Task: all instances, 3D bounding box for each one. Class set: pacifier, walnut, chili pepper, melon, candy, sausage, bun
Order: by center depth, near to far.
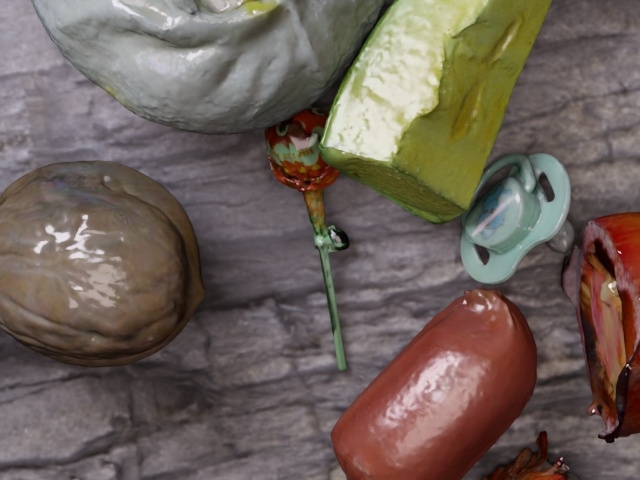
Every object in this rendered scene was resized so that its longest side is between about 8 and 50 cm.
[{"bbox_3d":[-0.095,-0.275,1.501,0.361,0.211,0.362,0,93,-6],"label":"bun"},{"bbox_3d":[0.142,-0.182,1.547,0.196,0.124,0.323,28,92,-45],"label":"melon"},{"bbox_3d":[0.402,0.090,1.550,0.305,0.229,0.251,3,141,-6],"label":"chili pepper"},{"bbox_3d":[-0.219,0.025,1.566,0.224,0.224,0.224,0,99,1],"label":"walnut"},{"bbox_3d":[0.118,0.168,1.617,0.254,0.148,0.148,-43,96,6],"label":"sausage"},{"bbox_3d":[0.208,-0.021,1.619,0.116,0.127,0.150,18,121,-38],"label":"pacifier"},{"bbox_3d":[0.001,0.000,1.633,0.078,0.084,0.288,-10,106,-1],"label":"candy"}]

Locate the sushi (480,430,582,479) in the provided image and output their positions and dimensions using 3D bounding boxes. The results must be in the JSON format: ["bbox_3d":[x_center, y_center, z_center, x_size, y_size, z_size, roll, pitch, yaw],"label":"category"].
[{"bbox_3d":[0.223,0.372,1.656,0.130,0.124,0.332,-9,100,-7],"label":"sushi"}]
